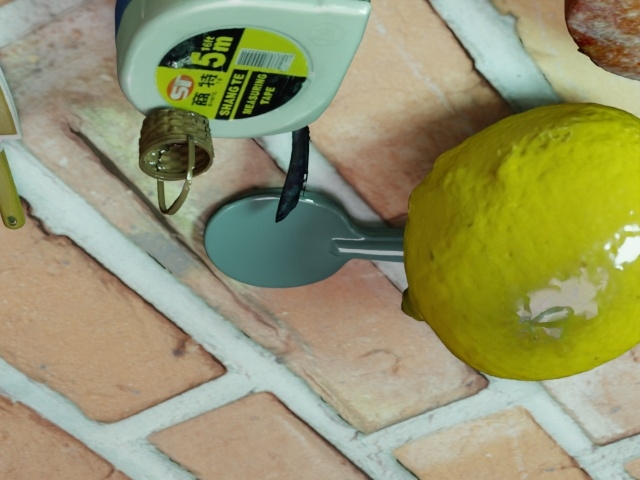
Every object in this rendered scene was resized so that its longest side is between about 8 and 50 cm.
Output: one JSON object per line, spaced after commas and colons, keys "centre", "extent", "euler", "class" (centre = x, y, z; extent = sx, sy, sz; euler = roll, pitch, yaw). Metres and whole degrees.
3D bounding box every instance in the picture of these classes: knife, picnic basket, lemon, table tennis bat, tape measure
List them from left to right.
{"centre": [-0.297, -0.103, 1.544], "extent": [0.046, 0.022, 0.256], "euler": [-1, 137, 4], "class": "knife"}
{"centre": [-0.122, -0.063, 1.427], "extent": [0.072, 0.083, 0.072], "euler": [-3, 150, -2], "class": "picnic basket"}
{"centre": [-0.081, -0.138, 1.478], "extent": [0.215, 0.098, 0.351], "euler": [4, 146, -15], "class": "tape measure"}
{"centre": [0.000, 0.000, 1.707], "extent": [0.237, 0.038, 0.149], "euler": [2, 140, -4], "class": "table tennis bat"}
{"centre": [0.216, 0.001, 1.565], "extent": [0.260, 0.260, 0.284], "euler": [31, 103, -38], "class": "lemon"}

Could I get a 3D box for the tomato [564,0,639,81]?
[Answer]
{"centre": [0.356, -0.240, 1.347], "extent": [0.338, 0.143, 0.338], "euler": [-1, 163, 0], "class": "tomato"}
